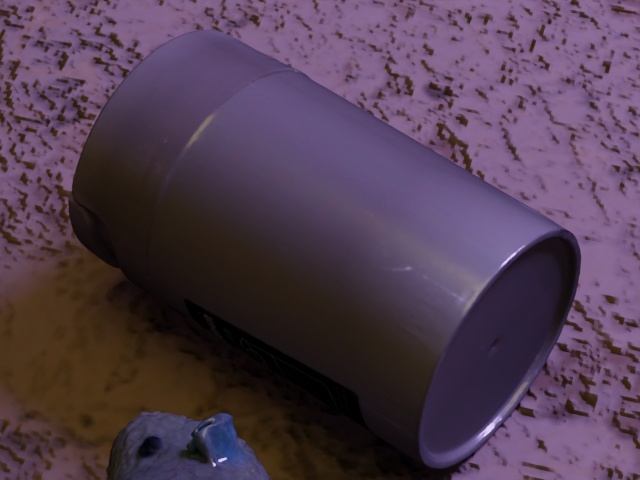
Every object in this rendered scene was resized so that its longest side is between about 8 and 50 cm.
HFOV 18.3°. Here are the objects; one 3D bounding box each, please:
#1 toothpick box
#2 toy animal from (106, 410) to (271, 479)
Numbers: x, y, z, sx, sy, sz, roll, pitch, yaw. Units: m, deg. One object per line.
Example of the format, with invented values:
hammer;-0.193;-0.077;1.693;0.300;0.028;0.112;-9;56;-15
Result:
toothpick box;0.000;0.000;0.791;0.181;0.111;0.111;31;59;26
toy animal;-0.024;0.160;0.692;0.079;0.070;0.253;-29;55;2
